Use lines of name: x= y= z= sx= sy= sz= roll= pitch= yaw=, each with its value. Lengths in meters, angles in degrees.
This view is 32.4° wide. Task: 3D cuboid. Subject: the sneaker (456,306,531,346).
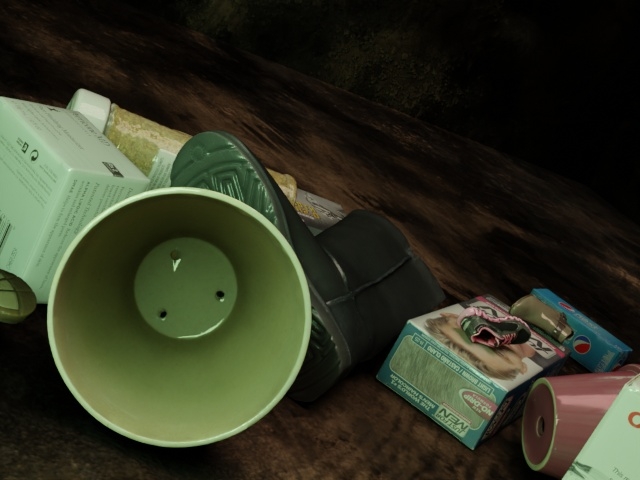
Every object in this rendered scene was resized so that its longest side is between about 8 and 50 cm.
sneaker: x=0.250 y=0.134 z=1.561 sx=0.119 sy=0.047 sz=0.057 roll=12 pitch=29 yaw=-23

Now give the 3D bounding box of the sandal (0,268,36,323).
sandal: x=-0.375 y=0.051 z=1.171 sx=0.219 sy=0.060 sz=0.090 roll=24 pitch=4 yaw=42

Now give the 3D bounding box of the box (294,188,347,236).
box: x=-0.044 y=-0.039 z=1.927 sx=0.231 sy=0.056 sz=0.183 roll=20 pitch=19 yaw=-26

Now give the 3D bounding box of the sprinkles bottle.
sprinkles bottle: x=-0.214 y=-0.102 z=1.632 sx=0.355 sy=0.121 sz=0.121 roll=22 pitch=18 yaw=-20

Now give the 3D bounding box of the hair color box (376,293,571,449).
hair color box: x=0.240 y=0.184 z=1.648 sx=0.174 sy=0.105 sz=0.347 roll=35 pitch=19 yaw=20

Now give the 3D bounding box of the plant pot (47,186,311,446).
plant pot: x=-0.151 y=0.065 z=1.208 sx=0.256 sy=0.257 sz=0.274 roll=26 pitch=1 yaw=-8

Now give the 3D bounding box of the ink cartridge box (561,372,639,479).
ink cartridge box: x=0.351 y=0.307 z=1.178 sx=0.198 sy=0.273 sz=0.114 roll=36 pitch=19 yaw=22

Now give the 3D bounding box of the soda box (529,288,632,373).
soda box: x=0.485 y=0.177 z=2.108 sx=0.210 sy=0.067 sz=0.071 roll=39 pitch=20 yaw=30

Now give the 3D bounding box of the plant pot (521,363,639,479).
plant pot: x=0.385 y=0.264 z=1.526 sx=0.180 sy=0.201 sz=0.201 roll=8 pitch=21 yaw=-10

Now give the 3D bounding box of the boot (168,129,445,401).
boot: x=0.001 y=0.002 z=1.554 sx=0.367 sy=0.146 sz=0.445 roll=65 pitch=27 yaw=1

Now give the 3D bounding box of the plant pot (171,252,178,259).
plant pot: x=-0.165 y=0.010 z=1.644 sx=0.236 sy=0.032 sz=0.236 roll=25 pitch=17 yaw=-8

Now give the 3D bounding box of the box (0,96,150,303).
box: x=-0.323 y=-0.045 z=1.300 sx=0.119 sy=0.182 sz=0.181 roll=6 pitch=27 yaw=-49

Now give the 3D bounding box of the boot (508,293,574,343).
boot: x=0.355 y=0.128 z=1.744 sx=0.087 sy=0.042 sz=0.118 roll=46 pitch=29 yaw=23
